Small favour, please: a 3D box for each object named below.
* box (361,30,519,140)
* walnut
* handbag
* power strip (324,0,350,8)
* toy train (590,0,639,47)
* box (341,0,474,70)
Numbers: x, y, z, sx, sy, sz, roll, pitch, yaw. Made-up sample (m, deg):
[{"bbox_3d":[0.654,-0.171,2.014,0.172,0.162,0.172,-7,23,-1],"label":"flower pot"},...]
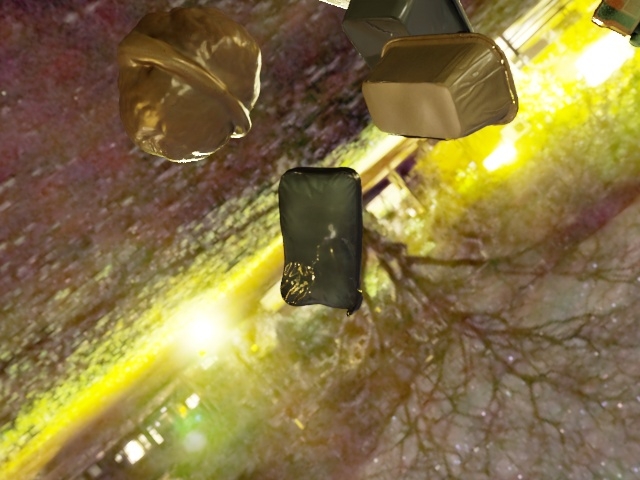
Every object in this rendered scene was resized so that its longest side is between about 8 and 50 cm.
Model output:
[{"bbox_3d":[0.125,-0.165,0.782,0.111,0.111,0.177,-39,-147,-28],"label":"box"},{"bbox_3d":[-0.246,-0.293,1.363,0.296,0.285,0.285,-58,179,-7],"label":"walnut"},{"bbox_3d":[0.000,0.003,1.622,0.191,0.332,0.075,1,-173,16],"label":"handbag"},{"bbox_3d":[0.062,-0.475,1.432,0.029,0.226,0.080,-65,160,0],"label":"power strip"},{"bbox_3d":[0.522,-0.399,1.151,0.176,0.118,0.074,-62,173,19],"label":"toy train"},{"bbox_3d":[0.147,-0.370,1.269,0.243,0.163,0.135,45,64,-49],"label":"box"}]
